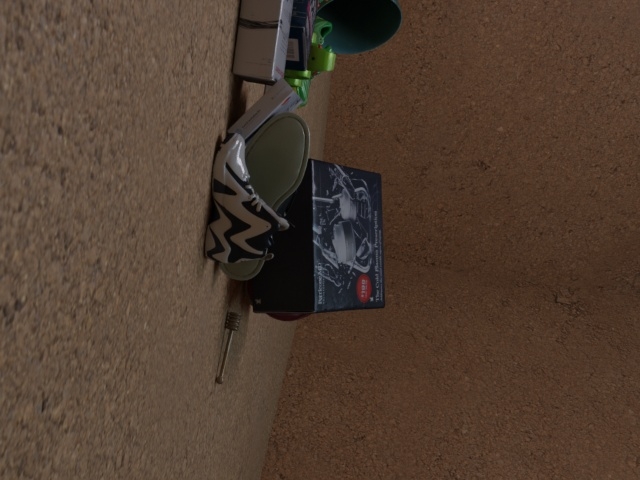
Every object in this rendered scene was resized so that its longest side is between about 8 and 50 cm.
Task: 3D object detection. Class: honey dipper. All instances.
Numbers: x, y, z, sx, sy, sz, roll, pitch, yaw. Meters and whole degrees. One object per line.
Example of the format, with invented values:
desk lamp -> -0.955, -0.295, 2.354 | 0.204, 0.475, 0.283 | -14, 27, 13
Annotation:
honey dipper -> -0.208, 0.239, 1.663 | 0.030, 0.031, 0.160 | 85, 18, -76

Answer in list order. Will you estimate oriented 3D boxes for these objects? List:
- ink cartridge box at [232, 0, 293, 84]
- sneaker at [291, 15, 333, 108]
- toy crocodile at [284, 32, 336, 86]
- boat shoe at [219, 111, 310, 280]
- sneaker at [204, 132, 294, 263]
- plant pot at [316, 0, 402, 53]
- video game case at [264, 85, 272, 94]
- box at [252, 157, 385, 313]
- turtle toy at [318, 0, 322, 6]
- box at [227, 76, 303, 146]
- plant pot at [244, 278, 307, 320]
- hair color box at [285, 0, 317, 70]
ink cartridge box -> -0.104, -0.395, 1.403 | 0.139, 0.082, 0.190 | -50, 149, -84
sneaker -> -0.027, -0.514, 2.113 | 0.109, 0.124, 0.295 | 89, 10, -72
toy crocodile -> -0.044, -0.445, 1.858 | 0.340, 0.105, 0.115 | -157, -106, -78
boat shoe -> -0.114, -0.093, 1.468 | 0.113, 0.127, 0.339 | -112, -143, -74
sneaker -> -0.117, -0.069, 1.344 | 0.094, 0.153, 0.234 | 44, 53, -87
plant pot -> 0.095, -0.774, 2.365 | 0.293, 0.293, 0.235 | 91, -7, -66
video game case -> -0.123, -0.289, 1.859 | 0.227, 0.026, 0.206 | 72, 27, -81
box -> 0.000, 0.000, 1.777 | 0.313, 0.179, 0.343 | 3, 84, -55
turtle toy -> -0.026, -0.691, 2.106 | 0.066, 0.095, 0.130 | -60, 174, -6
box -> -0.105, -0.245, 1.466 | 0.145, 0.038, 0.186 | -43, -178, 7
plant pot -> -0.103, 0.115, 1.926 | 0.180, 0.201, 0.201 | -3, 102, -71
hair color box -> -0.055, -0.570, 1.647 | 0.174, 0.105, 0.347 | 90, 8, -72
